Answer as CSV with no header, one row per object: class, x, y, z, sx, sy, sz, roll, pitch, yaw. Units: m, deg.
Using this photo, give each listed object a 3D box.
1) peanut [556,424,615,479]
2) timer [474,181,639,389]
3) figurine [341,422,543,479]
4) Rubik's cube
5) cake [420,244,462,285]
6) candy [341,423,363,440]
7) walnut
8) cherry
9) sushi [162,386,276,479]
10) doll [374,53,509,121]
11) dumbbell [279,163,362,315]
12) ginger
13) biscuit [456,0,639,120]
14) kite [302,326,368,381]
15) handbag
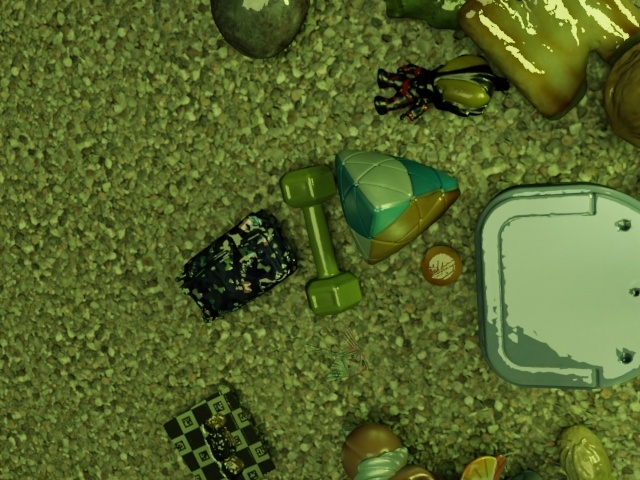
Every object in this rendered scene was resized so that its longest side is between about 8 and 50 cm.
peanut,0.538,0.470,1.228,0.090,0.098,0.214,-25,96,-10
timer,0.474,0.077,1.127,0.394,0.173,0.395,3,98,18
figurine,0.236,0.525,1.234,0.387,0.248,0.277,1,103,-6
Rubik's cube,0.103,-0.070,1.223,0.254,0.254,0.255,2,100,12
cake,0.242,0.049,1.247,0.084,0.044,0.084,2,102,11
candy,0.099,0.464,1.359,0.088,0.038,0.136,-7,99,25
walnut,0.582,-0.245,1.038,0.213,0.213,0.214,2,100,12
cherry,-0.119,-0.443,1.174,0.195,0.195,0.195,2,100,12
sushi,-0.225,0.464,1.425,0.192,0.050,0.215,-33,86,13
doll,0.227,-0.288,1.168,0.248,0.088,0.127,4,101,16
dumbbell,0.000,0.000,1.258,0.121,0.108,0.302,-11,97,23
ginger,0.250,-0.455,1.134,0.289,0.089,0.137,18,91,12
biscuit,0.404,-0.378,1.082,0.290,0.062,0.237,36,106,-21
kite,0.035,0.246,1.349,0.152,0.005,0.137,24,102,8
handbag,-0.173,0.054,1.304,0.260,0.113,0.162,-35,86,19
